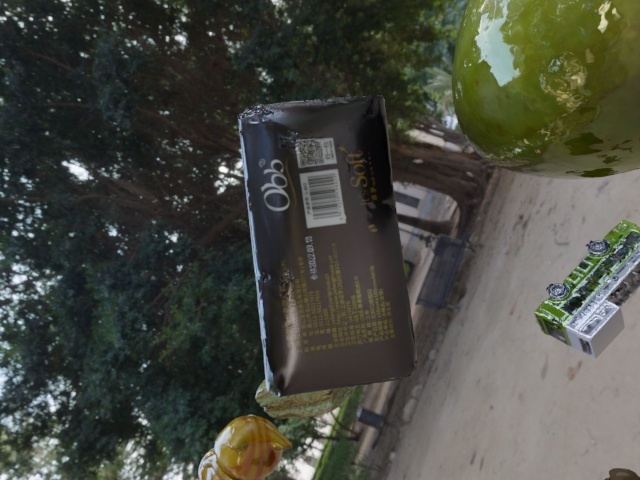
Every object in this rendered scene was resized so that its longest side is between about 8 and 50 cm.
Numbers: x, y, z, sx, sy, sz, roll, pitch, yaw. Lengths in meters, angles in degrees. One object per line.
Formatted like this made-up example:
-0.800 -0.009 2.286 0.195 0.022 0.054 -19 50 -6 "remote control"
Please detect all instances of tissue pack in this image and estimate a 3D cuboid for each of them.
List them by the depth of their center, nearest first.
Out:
0.000 0.000 0.631 0.198 0.210 0.369 85 179 -86 "tissue pack"

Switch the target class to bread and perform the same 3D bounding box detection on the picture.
-0.031 0.315 0.983 0.138 0.196 0.102 -17 -94 -65 "bread"

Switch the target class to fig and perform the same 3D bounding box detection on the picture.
0.258 -0.185 0.468 0.326 0.258 0.258 122 170 -81 "fig"

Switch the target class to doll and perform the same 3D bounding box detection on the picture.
-0.186 0.514 1.059 0.162 0.167 0.269 55 132 47 "doll"

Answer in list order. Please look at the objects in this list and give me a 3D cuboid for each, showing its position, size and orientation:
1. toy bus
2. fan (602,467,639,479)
0.617 0.101 0.989 0.301 0.139 0.113 -45 -51 -5 "toy bus"
0.726 0.577 0.998 0.008 0.227 0.152 -56 -16 -50 "fan"
